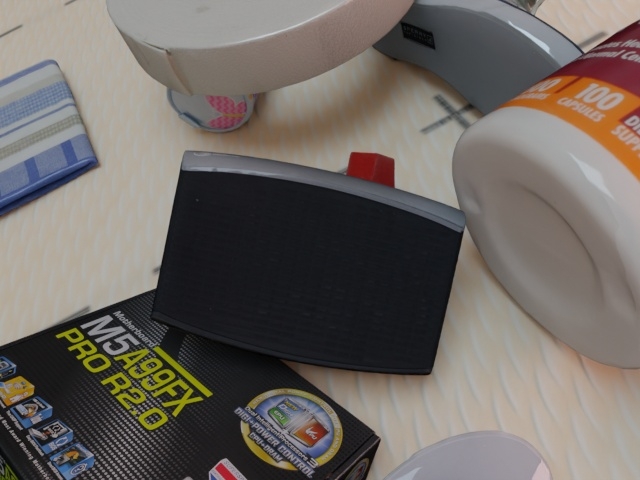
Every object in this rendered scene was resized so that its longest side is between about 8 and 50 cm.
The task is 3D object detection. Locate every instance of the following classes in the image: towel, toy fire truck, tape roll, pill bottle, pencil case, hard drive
[{"bbox_3d":[-0.460,-0.155,0.820,0.209,0.034,0.285,-30,56,-8],"label":"towel"},{"bbox_3d":[0.000,0.000,0.550,0.047,0.135,0.192,16,98,53],"label":"toy fire truck"},{"bbox_3d":[-0.069,-0.333,0.667,0.392,0.072,0.392,-7,56,11],"label":"tape roll"},{"bbox_3d":[0.328,-0.093,0.444,0.392,0.224,0.224,-33,55,-7],"label":"pill bottle"},{"bbox_3d":[-0.129,-0.281,0.765,0.124,0.113,0.273,-14,51,29],"label":"pencil case"},{"bbox_3d":[-0.009,0.024,0.467,0.254,0.054,0.172,12,93,-4],"label":"hard drive"}]

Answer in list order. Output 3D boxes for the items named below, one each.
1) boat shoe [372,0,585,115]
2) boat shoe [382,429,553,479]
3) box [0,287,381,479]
[{"bbox_3d":[0.203,-0.260,0.660,0.156,0.136,0.367,-34,45,-12],"label":"boat shoe"},{"bbox_3d":[0.047,0.225,0.392,0.258,0.084,0.095,-26,66,-12],"label":"boat shoe"},{"bbox_3d":[-0.124,0.149,0.436,0.270,0.060,0.216,31,34,30],"label":"box"}]
